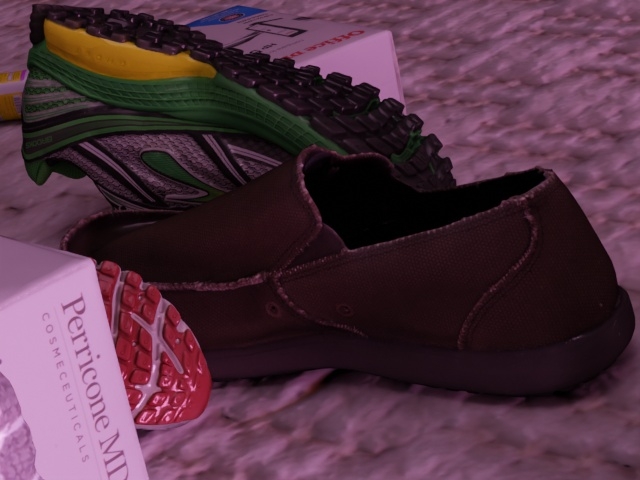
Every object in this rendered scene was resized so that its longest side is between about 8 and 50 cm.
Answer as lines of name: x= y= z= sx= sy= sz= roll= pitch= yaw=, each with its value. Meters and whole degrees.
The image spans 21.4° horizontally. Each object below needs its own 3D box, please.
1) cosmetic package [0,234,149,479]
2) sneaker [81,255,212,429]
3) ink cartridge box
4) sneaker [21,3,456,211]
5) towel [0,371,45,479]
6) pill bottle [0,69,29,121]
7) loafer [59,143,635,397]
cosmetic package: x=-0.205 y=0.097 z=0.811 sx=0.151 sy=0.151 sz=0.184 roll=13 pitch=33 yaw=44
sneaker: x=-0.161 y=0.054 z=0.977 sx=0.225 sy=0.093 sz=0.088 roll=19 pitch=70 yaw=20
ink cartridge box: x=-0.053 y=-0.120 z=1.354 sx=0.148 sy=0.086 sz=0.203 roll=-26 pitch=26 yaw=-33
sneaker: x=-0.061 y=-0.058 z=1.179 sx=0.343 sy=0.146 sz=0.134 roll=20 pitch=17 yaw=28
towel: x=-0.153 y=0.179 z=0.418 sx=0.121 sy=0.283 sz=0.235 roll=10 pitch=31 yaw=39
pill bottle: x=-0.294 y=-0.129 z=1.537 sx=0.083 sy=0.043 sz=0.043 roll=-7 pitch=22 yaw=7
loafer: x=0.000 y=0.000 z=0.982 sx=0.366 sy=0.130 sz=0.134 roll=1 pitch=25 yaw=25
